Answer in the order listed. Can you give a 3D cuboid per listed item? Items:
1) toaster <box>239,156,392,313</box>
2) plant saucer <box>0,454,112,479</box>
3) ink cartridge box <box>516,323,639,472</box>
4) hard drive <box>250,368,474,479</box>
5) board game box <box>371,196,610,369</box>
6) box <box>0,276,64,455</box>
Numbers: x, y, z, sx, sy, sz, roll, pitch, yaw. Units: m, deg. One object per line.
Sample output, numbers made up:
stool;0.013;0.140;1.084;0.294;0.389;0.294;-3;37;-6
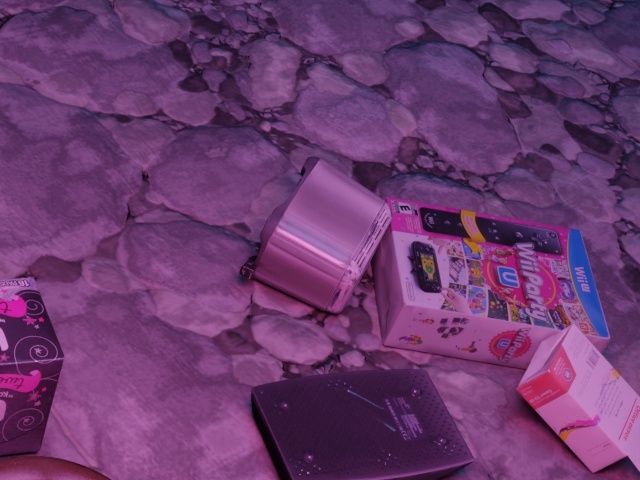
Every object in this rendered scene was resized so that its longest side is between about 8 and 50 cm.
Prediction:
toaster;0.000;0.000;2.195;0.146;0.129;0.227;28;44;4
plant saucer;-0.285;0.365;1.603;0.310;0.050;0.310;6;70;-17
ink cartridge box;0.362;0.224;2.131;0.198;0.067;0.115;48;41;-7
hard drive;0.048;0.242;2.002;0.254;0.054;0.172;-3;46;-28
board game box;0.232;0.065;2.260;0.303;0.097;0.224;10;42;-16
box;-0.432;0.149;1.792;0.247;0.163;0.142;-4;44;-29
